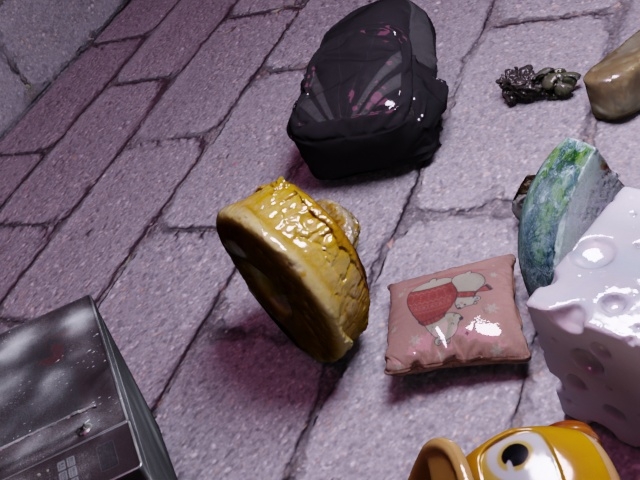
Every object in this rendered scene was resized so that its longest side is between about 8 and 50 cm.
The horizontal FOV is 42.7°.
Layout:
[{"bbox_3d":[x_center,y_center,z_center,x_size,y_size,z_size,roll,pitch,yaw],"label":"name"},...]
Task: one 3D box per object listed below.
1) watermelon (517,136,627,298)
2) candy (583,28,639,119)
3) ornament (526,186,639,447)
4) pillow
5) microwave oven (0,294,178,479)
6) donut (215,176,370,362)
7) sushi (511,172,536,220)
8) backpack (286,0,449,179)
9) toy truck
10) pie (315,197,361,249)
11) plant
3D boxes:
[{"bbox_3d":[0.410,0.004,1.263,0.213,0.320,0.289,-5,0,3],"label":"watermelon"},{"bbox_3d":[0.612,-0.328,1.568,0.234,0.104,0.102,-39,33,-14],"label":"candy"},{"bbox_3d":[0.450,0.113,1.041,0.239,0.240,0.239,-44,39,-22],"label":"ornament"},{"bbox_3d":[0.212,0.122,1.315,0.236,0.084,0.223,-10,39,18],"label":"pillow"},{"bbox_3d":[-0.346,0.346,1.184,0.236,0.374,0.432,-25,32,-11],"label":"microwave oven"},{"bbox_3d":[-0.037,0.044,1.368,0.160,0.330,0.330,-43,39,-23],"label":"donut"},{"bbox_3d":[0.409,-0.071,1.411,0.150,0.091,0.078,6,45,41],"label":"sushi"},{"bbox_3d":[0.114,-0.342,1.793,0.363,0.255,0.446,-6,56,29],"label":"backpack"},{"bbox_3d":[0.214,0.338,0.930,0.211,0.288,0.204,14,37,-16],"label":"toy truck"},{"bbox_3d":[0.000,0.000,1.606,0.163,0.079,0.193,-42,38,0],"label":"pie"},{"bbox_3d":[0.448,-0.325,1.696,0.174,0.087,0.085,4,83,32],"label":"plant"}]
